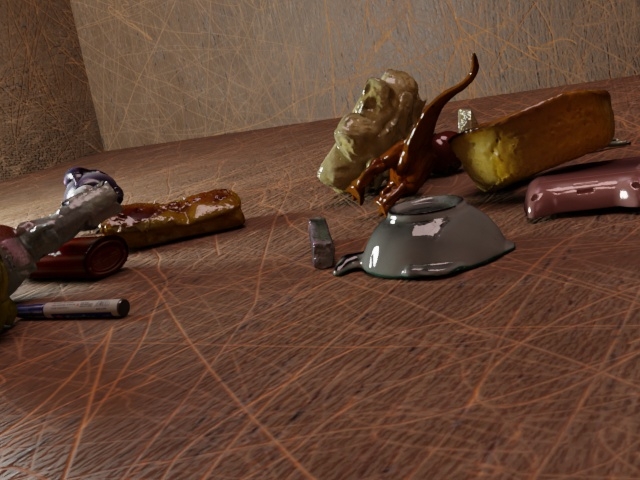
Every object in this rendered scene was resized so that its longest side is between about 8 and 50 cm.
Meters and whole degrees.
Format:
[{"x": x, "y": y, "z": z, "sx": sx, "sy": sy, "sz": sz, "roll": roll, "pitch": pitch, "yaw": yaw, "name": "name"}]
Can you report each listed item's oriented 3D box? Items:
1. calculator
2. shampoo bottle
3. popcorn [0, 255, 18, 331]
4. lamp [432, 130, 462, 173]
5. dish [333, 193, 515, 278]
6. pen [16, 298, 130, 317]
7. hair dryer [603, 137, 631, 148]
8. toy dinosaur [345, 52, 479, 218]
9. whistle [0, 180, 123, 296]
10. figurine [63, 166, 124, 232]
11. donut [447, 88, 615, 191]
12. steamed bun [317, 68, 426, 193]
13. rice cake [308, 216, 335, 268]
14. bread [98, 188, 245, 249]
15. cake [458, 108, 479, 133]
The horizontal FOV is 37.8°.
[{"x": 0.437, "y": -0.095, "z": 1.468, "sx": 0.220, "sy": 0.048, "sz": 0.329, "roll": -7, "pitch": 9, "yaw": 25, "name": "calculator"}, {"x": -0.455, "y": 0.031, "z": 1.615, "sx": 0.260, "sy": 0.064, "sz": 0.102, "roll": -2, "pitch": 20, "yaw": 36, "name": "shampoo bottle"}, {"x": -0.523, "y": 0.059, "z": 1.280, "sx": 0.218, "sy": 0.189, "sz": 0.169, "roll": 10, "pitch": 30, "yaw": 44, "name": "popcorn"}, {"x": 0.254, "y": -0.180, "z": 1.926, "sx": 0.101, "sy": 0.090, "sz": 0.101, "roll": -36, "pitch": -17, "yaw": -13, "name": "lamp"}, {"x": 0.134, "y": -0.011, "z": 1.264, "sx": 0.246, "sy": 0.078, "sz": 0.224, "roll": -8, "pitch": 13, "yaw": 14, "name": "dish"}, {"x": -0.352, "y": 0.098, "z": 1.311, "sx": 0.204, "sy": 0.025, "sz": 0.025, "roll": -5, "pitch": 13, "yaw": 29, "name": "pen"}, {"x": 0.500, "y": -0.177, "z": 1.837, "sx": 0.199, "sy": 0.067, "sz": 0.167, "roll": 10, "pitch": 28, "yaw": 20, "name": "hair dryer"}, {"x": 0.149, "y": -0.132, "z": 1.598, "sx": 0.208, "sy": 0.097, "sz": 0.432, "roll": -43, "pitch": -5, "yaw": -23, "name": "toy dinosaur"}, {"x": -0.483, "y": 0.007, "z": 1.493, "sx": 0.346, "sy": 0.142, "sz": 0.134, "roll": -31, "pitch": 62, "yaw": -16, "name": "whistle"}, {"x": -0.519, "y": -0.092, "z": 2.084, "sx": 0.145, "sy": 0.145, "sz": 0.222, "roll": -13, "pitch": 13, "yaw": -10, "name": "figurine"}, {"x": 0.369, "y": -0.168, "z": 1.592, "sx": 0.303, "sy": 0.110, "sz": 0.303, "roll": -20, "pitch": -2, "yaw": -1, "name": "donut"}, {"x": 0.119, "y": -0.195, "z": 1.844, "sx": 0.292, "sy": 0.137, "sz": 0.295, "roll": -45, "pitch": -13, "yaw": -33, "name": "steamed bun"}, {"x": 0.000, "y": 0.000, "z": 1.414, "sx": 0.036, "sy": 0.047, "sz": 0.207, "roll": 4, "pitch": 13, "yaw": -4, "name": "rice cake"}, {"x": -0.282, "y": -0.040, "z": 1.767, "sx": 0.271, "sy": 0.077, "sz": 0.139, "roll": -10, "pitch": 14, "yaw": -10, "name": "bread"}, {"x": 0.313, "y": -0.218, "z": 1.971, "sx": 0.065, "sy": 0.121, "sz": 0.052, "roll": -26, "pitch": 11, "yaw": -26, "name": "cake"}]
